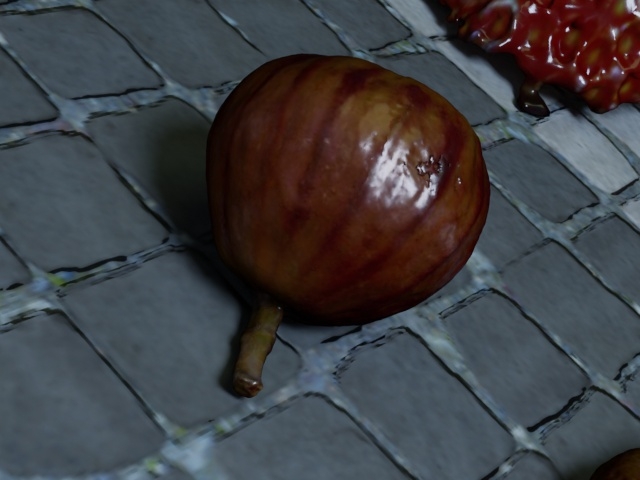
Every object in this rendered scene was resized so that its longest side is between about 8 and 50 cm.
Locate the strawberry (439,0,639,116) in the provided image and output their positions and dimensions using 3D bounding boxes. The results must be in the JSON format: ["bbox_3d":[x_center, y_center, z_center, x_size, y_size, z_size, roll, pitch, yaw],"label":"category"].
[{"bbox_3d":[0.189,-0.206,0.926,0.234,0.178,0.234,19,32,-12],"label":"strawberry"}]

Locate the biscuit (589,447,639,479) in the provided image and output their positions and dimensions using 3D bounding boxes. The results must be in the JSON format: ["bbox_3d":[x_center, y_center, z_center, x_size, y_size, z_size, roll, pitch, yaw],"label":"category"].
[{"bbox_3d":[0.191,0.163,0.569,0.192,0.049,0.192,17,40,-15],"label":"biscuit"}]

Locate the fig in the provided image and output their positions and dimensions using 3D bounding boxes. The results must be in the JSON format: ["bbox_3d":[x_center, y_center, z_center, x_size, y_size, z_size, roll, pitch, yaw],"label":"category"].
[{"bbox_3d":[0.014,-0.009,0.578,0.128,0.128,0.150,4,72,-38],"label":"fig"}]
